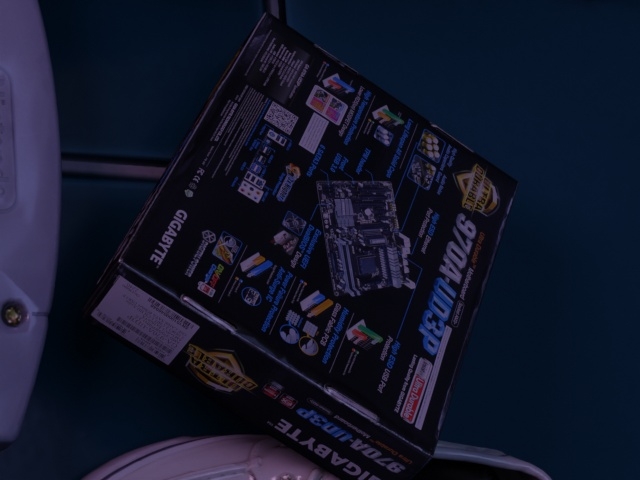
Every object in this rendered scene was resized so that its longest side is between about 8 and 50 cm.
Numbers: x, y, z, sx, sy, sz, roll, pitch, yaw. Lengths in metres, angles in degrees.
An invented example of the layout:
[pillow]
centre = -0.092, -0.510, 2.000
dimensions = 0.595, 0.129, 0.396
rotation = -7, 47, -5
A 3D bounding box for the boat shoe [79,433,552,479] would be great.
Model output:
[boat shoe]
centre = 0.000, 0.143, 0.772
dimensions = 0.268, 0.088, 0.096
rotation = 5, 74, -28

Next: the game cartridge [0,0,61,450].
[game cartridge]
centre = -0.224, -0.045, 0.726
dimensions = 0.198, 0.062, 0.297
rotation = 4, 74, -32

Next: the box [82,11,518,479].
[box]
centre = 0.000, 0.000, 0.786
dimensions = 0.175, 0.051, 0.220
rotation = 33, 43, -9
